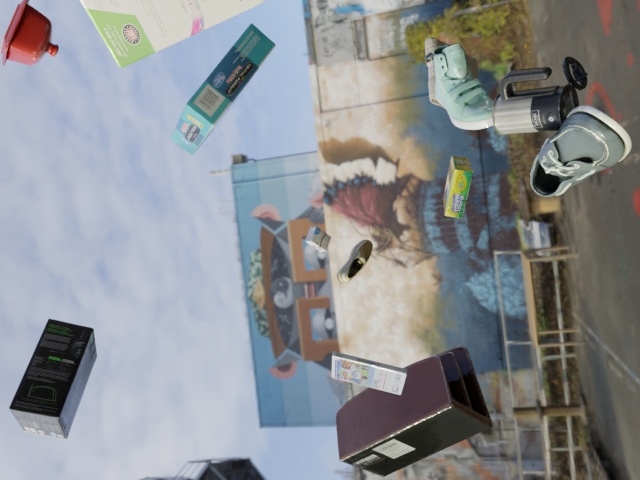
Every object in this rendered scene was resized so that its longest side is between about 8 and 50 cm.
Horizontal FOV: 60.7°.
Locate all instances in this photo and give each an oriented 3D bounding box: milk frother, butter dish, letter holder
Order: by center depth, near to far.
[{"bbox_3d":[0.422,-0.275,1.046,0.143,0.134,0.129,-25,-68,-39],"label":"milk frother"},{"bbox_3d":[0.189,0.353,1.217,0.152,0.301,0.215,33,-147,-33],"label":"letter holder"},{"bbox_3d":[-0.726,-0.508,1.385,0.118,0.159,0.160,23,-103,-30],"label":"butter dish"}]

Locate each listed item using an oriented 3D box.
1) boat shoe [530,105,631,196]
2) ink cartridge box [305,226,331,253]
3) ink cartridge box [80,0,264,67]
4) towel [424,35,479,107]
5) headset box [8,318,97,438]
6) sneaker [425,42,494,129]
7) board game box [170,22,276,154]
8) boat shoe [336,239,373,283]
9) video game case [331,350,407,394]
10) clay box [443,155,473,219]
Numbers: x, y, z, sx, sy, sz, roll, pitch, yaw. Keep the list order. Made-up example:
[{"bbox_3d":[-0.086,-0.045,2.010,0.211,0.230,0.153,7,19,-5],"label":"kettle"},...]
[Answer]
[{"bbox_3d":[0.445,-0.142,0.970,0.116,0.099,0.319,43,-176,11],"label":"boat shoe"},{"bbox_3d":[0.000,0.000,1.560,0.083,0.028,0.048,34,-113,-38],"label":"ink cartridge box"},{"bbox_3d":[-0.234,-0.472,0.927,0.119,0.353,0.207,-117,3,-53],"label":"ink cartridge box"},{"bbox_3d":[0.397,-0.482,1.632,0.282,0.049,0.187,2,-98,-47],"label":"towel"},{"bbox_3d":[-0.756,0.394,1.584,0.246,0.131,0.283,118,163,-53],"label":"headset box"},{"bbox_3d":[0.315,-0.353,1.227,0.256,0.094,0.151,-117,4,-52],"label":"sneaker"},{"bbox_3d":[-0.256,-0.366,1.384,0.254,0.079,0.336,-56,15,-14],"label":"board game box"},{"bbox_3d":[0.133,0.069,1.857,0.068,0.072,0.190,41,-117,-14],"label":"boat shoe"},{"bbox_3d":[0.079,0.220,0.904,0.087,0.121,0.011,89,-164,-53],"label":"video game case"},{"bbox_3d":[0.367,-0.144,1.468,0.222,0.053,0.128,-57,-23,-68],"label":"clay box"}]
